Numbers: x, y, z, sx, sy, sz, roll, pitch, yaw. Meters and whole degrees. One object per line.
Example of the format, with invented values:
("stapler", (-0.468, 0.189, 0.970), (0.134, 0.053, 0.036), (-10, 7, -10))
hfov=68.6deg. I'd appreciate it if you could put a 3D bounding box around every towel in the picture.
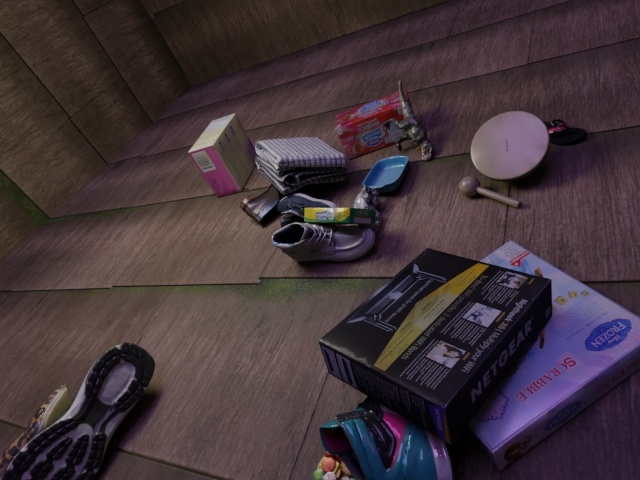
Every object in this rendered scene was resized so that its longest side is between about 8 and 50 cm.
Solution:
("towel", (-0.067, -0.251, 1.524), (0.235, 0.121, 0.283), (-8, 27, -22))

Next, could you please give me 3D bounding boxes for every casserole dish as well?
("casserole dish", (0.199, -0.193, 1.390), (0.114, 0.036, 0.188), (-4, 35, 32))

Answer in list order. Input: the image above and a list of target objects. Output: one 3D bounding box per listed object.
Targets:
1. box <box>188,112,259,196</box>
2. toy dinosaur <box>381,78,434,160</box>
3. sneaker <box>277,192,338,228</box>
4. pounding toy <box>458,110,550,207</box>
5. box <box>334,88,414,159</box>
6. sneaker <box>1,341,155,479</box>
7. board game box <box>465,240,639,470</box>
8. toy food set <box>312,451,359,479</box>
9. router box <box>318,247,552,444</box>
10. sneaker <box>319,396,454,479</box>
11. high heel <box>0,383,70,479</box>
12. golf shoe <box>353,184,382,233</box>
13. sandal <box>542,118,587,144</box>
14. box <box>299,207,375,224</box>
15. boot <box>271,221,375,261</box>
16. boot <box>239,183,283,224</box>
("box", (-0.365, -0.331, 1.816), (0.118, 0.213, 0.242), (-10, 39, 24))
("toy dinosaur", (0.265, -0.351, 1.459), (0.118, 0.268, 0.064), (-29, -11, 38))
("sneaker", (-0.083, -0.076, 1.364), (0.226, 0.086, 0.164), (9, 26, 41))
("pounding toy", (0.474, -0.195, 1.181), (0.183, 0.110, 0.236), (24, 89, 37))
("box", (0.188, -0.392, 1.583), (0.257, 0.128, 0.122), (-18, 36, 16))
("sneaker", (-0.545, 0.432, 1.078), (0.410, 0.158, 0.182), (-55, 11, -30))
("board game box", (0.325, 0.171, 0.821), (0.319, 0.065, 0.318), (-32, 34, -6))
("toy food set", (0.029, 0.388, 0.789), (0.083, 0.020, 0.082), (5, 46, 38))
("router box", (0.191, 0.143, 0.769), (0.309, 0.080, 0.243), (-35, 33, -31))
("sneaker", (0.083, 0.284, 0.782), (0.179, 0.123, 0.295), (-9, 35, -6))
("high heel", (-0.719, 0.477, 1.128), (0.187, 0.093, 0.261), (-13, 46, 11))
("golf shoe", (0.120, -0.065, 1.289), (0.086, 0.069, 0.176), (-43, 28, 42))
("sandal", (0.613, -0.296, 1.240), (0.067, 0.040, 0.179), (-35, 35, -10))
("box", (0.039, -0.063, 1.206), (0.179, 0.043, 0.105), (6, 4, 44))
("boot", (0.000, 0.000, 1.197), (0.259, 0.123, 0.095), (-12, 66, 30))
("boot", (-0.147, -0.129, 1.555), (0.219, 0.082, 0.106), (-31, 58, -17))
